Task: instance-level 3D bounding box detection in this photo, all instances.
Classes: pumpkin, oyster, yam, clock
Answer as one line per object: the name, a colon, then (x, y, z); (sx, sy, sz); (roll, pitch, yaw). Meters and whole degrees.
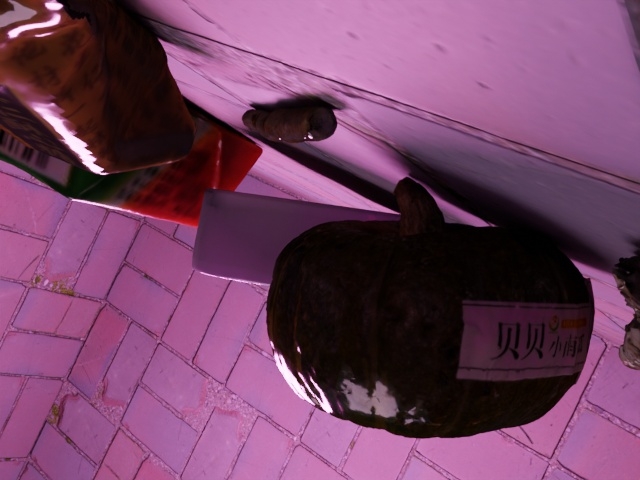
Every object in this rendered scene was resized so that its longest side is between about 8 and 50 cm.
pumpkin: (0.078, 0.044, 0.575); (0.261, 0.189, 0.260); (3, 178, 0)
oyster: (0.215, 0.056, 0.435); (0.106, 0.061, 0.200); (26, 180, 39)
yam: (-0.028, -0.086, 0.535); (0.027, 0.029, 0.234); (54, 174, -17)
clock: (0.000, 0.000, 0.954); (0.339, 0.102, 0.338); (7, -177, 0)

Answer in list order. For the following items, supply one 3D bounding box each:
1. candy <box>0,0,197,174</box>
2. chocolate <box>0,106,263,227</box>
candy: (-0.164, -0.111, 0.410); (0.143, 0.101, 0.271); (20, 175, 5)
chocolate: (-0.313, -0.157, 0.999); (0.360, 0.161, 0.341); (26, -176, 23)
